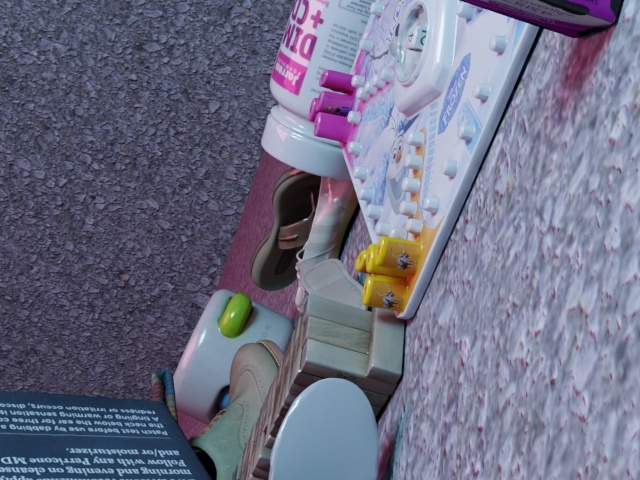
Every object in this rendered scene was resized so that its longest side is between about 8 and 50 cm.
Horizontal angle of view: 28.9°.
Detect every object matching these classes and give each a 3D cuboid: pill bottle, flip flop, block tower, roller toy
[{"bbox_3d":[0.031,-0.229,1.528,0.160,0.160,0.283,-96,23,-69],"label":"pill bottle"},{"bbox_3d":[-0.025,-0.009,1.726,0.277,0.112,0.080,-63,39,43],"label":"flip flop"},{"bbox_3d":[-0.016,0.194,1.237,0.091,0.097,0.335,-84,14,-48],"label":"block tower"},{"bbox_3d":[-0.124,0.181,1.815,0.209,0.146,0.191,125,169,-83],"label":"roller toy"}]

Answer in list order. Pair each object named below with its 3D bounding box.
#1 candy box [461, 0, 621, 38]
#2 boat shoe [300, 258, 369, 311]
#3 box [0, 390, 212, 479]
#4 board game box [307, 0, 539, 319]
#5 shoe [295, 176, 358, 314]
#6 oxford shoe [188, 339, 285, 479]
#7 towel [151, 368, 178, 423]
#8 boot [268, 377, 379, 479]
[{"bbox_3d":[0.146,-0.273,0.834,0.071,0.159,0.233,177,108,-80],"label":"candy box"},{"bbox_3d":[0.024,0.086,1.381,0.206,0.075,0.065,-109,-7,-68],"label":"boat shoe"},{"bbox_3d":[-0.227,0.434,0.921,0.472,0.297,0.480,47,123,53],"label":"box"},{"bbox_3d":[0.088,-0.190,1.189,0.390,0.050,0.390,-105,30,-55],"label":"board game box"},{"bbox_3d":[0.000,0.000,1.637,0.076,0.058,0.219,-90,19,-64],"label":"shoe"},{"bbox_3d":[-0.103,0.239,1.509,0.348,0.130,0.123,-96,24,-54],"label":"oxford shoe"},{"bbox_3d":[-0.183,0.368,1.465,0.271,0.040,0.370,-127,37,-74],"label":"towel"},{"bbox_3d":[-0.013,0.251,1.073,0.123,0.095,0.258,137,143,-75],"label":"boot"}]
